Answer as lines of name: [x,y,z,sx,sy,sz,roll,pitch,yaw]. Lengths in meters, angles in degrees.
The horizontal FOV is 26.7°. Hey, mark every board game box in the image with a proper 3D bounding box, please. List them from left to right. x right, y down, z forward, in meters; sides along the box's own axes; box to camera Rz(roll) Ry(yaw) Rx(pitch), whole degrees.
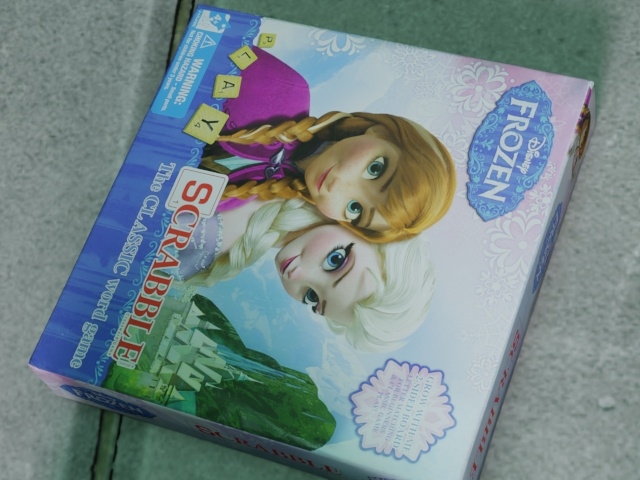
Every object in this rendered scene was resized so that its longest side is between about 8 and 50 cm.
board game box: [0.000,0.000,0.961,0.318,0.066,0.319,13,67,19]
